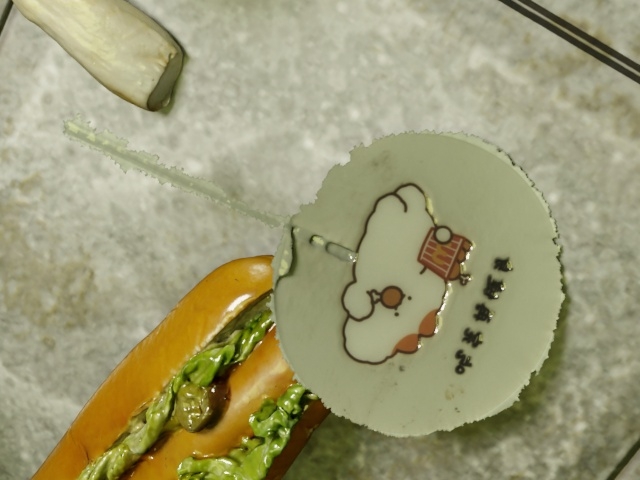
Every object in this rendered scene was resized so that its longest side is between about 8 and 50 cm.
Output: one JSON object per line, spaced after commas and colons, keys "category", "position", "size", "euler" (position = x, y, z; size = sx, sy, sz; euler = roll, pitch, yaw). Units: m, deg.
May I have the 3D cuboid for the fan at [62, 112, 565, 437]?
{"category": "fan", "position": [0.000, 0.000, 0.674], "size": [0.329, 0.009, 0.191], "euler": [22, 91, -13]}

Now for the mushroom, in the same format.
{"category": "mushroom", "position": [-0.165, -0.159, 0.698], "size": [0.059, 0.054, 0.202], "euler": [-40, 101, 21]}

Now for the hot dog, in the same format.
{"category": "hot dog", "position": [-0.095, 0.139, 0.758], "size": [0.135, 0.100, 0.337], "euler": [41, 113, -2]}
